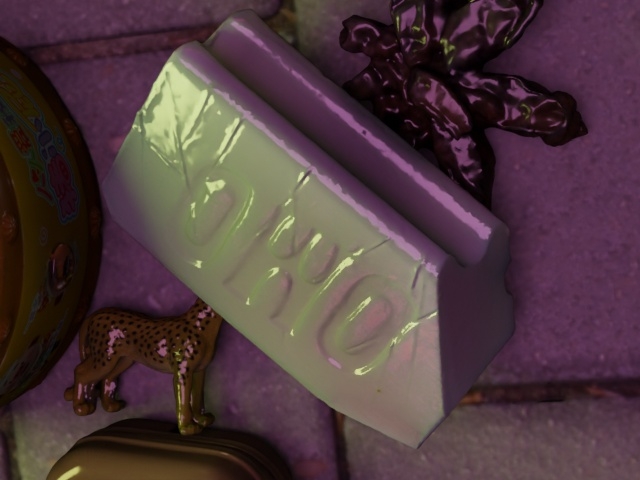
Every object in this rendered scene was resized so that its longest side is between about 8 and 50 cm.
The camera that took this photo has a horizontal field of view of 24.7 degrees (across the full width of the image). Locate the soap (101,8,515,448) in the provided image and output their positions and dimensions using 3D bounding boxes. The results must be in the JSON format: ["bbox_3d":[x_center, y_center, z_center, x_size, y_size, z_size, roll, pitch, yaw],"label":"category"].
[{"bbox_3d":[0.000,0.000,1.209,0.347,0.115,0.208,40,133,5],"label":"soap"}]

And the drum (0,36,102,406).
[{"bbox_3d":[-0.419,-0.007,1.303,0.431,0.214,0.431,2,99,15],"label":"drum"}]

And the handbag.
[{"bbox_3d":[-0.100,0.317,1.306,0.283,0.149,0.302,-1,97,18],"label":"handbag"}]

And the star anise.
[{"bbox_3d":[0.115,-0.134,1.197,0.220,0.099,0.214,37,116,7],"label":"star anise"}]

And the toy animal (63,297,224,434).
[{"bbox_3d":[-0.160,0.097,1.332,0.181,0.073,0.136,5,93,27],"label":"toy animal"}]
